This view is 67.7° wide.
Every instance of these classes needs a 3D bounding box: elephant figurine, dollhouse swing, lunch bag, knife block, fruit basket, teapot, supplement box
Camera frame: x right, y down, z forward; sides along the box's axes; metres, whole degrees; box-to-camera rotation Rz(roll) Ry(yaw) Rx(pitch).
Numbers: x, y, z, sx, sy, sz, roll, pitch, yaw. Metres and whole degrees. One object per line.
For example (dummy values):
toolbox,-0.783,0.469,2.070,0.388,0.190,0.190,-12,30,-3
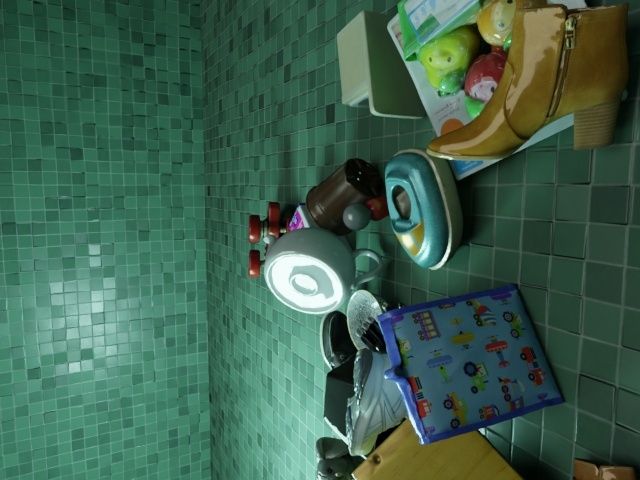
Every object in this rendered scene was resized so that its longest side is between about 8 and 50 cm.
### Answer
elephant figurine,0.050,0.608,1.290,0.186,0.239,0.169,-54,47,49
dollhouse swing,0.281,0.538,0.965,0.315,0.305,0.347,-47,62,6
lunch bag,0.243,0.215,0.841,0.138,0.293,0.221,-46,53,53
knife block,0.181,0.266,1.014,0.088,0.242,0.275,29,118,58
fruit basket,0.289,-0.324,0.834,0.327,0.165,0.353,-26,80,50
teapot,-0.010,0.056,1.254,0.252,0.256,0.187,-35,18,38
supplement box,0.000,0.000,1.456,0.220,0.114,0.111,63,143,33

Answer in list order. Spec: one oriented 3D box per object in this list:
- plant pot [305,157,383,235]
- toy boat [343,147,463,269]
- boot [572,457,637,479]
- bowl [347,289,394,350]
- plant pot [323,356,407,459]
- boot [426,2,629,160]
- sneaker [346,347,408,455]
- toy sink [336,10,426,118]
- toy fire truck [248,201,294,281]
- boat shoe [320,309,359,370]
plant pot,0.072,-0.124,1.276,0.165,0.167,0.167,-43,55,45
toy boat,0.175,-0.062,1.061,0.318,0.148,0.267,8,116,66
boot,0.464,0.412,0.696,0.197,0.073,0.152,-7,69,44
bowl,0.146,0.209,1.240,0.170,0.080,0.170,13,105,60
plant pot,0.112,0.383,1.157,0.167,0.188,0.187,13,106,35
boot,0.301,-0.241,0.736,0.295,0.104,0.211,-1,116,27
sneaker,0.119,0.336,0.945,0.111,0.129,0.297,-92,7,-50
toy sink,0.139,-0.385,1.120,0.131,0.153,0.234,-12,83,61
toy fire truck,-0.183,0.008,1.763,0.254,0.169,0.302,-145,56,-78
boat shoe,0.091,0.356,1.311,0.113,0.127,0.340,-22,76,59
